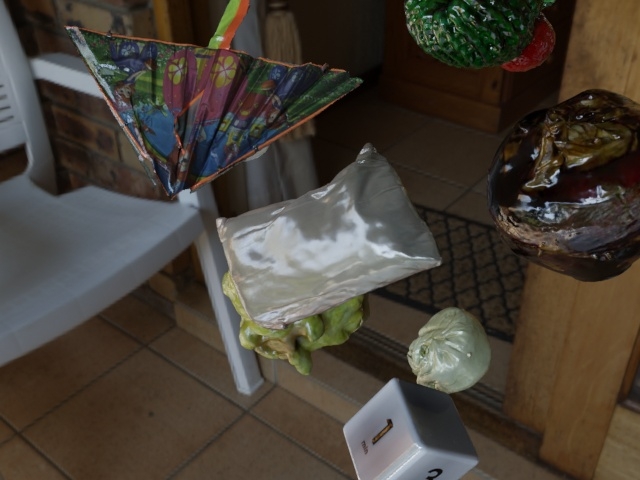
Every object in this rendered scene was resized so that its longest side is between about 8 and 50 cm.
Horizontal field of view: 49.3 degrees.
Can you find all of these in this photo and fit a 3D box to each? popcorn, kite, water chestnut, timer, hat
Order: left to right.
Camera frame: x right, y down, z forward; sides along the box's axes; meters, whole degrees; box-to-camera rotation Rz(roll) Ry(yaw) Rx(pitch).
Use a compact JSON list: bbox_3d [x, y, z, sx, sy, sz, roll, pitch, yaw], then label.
[{"bbox_3d":[-0.095,-0.117,0.519,0.241,0.014,0.183,16,73,10],"label":"kite"},{"bbox_3d":[-0.042,0.085,1.171,0.256,0.255,0.195,23,-9,-30],"label":"popcorn"},{"bbox_3d":[0.196,0.448,1.539,0.192,0.195,0.194,23,29,-33],"label":"timer"},{"bbox_3d":[0.335,-0.414,1.294,0.332,0.274,0.242,28,7,-39],"label":"hat"},{"bbox_3d":[0.436,-0.118,1.184,0.335,0.347,0.335,-22,43,23],"label":"water chestnut"}]

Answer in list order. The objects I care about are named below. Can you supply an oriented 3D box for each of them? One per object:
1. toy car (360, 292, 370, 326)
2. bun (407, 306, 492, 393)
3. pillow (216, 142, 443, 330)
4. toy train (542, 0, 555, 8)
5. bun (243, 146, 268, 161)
[{"bbox_3d":[0.026,0.063,1.439,0.124,0.101,0.256,-23,81,-46],"label":"toy car"},{"bbox_3d":[0.299,0.272,1.688,0.145,0.229,0.229,7,29,-29],"label":"bun"},{"bbox_3d":[0.000,0.000,0.846,0.270,0.067,0.173,-26,73,23],"label":"pillow"},{"bbox_3d":[0.482,-0.678,1.743,0.243,0.188,0.132,7,6,-3],"label":"toy train"},{"bbox_3d":[-0.214,-0.293,1.957,0.138,0.138,0.094,-13,62,-16],"label":"bun"}]
